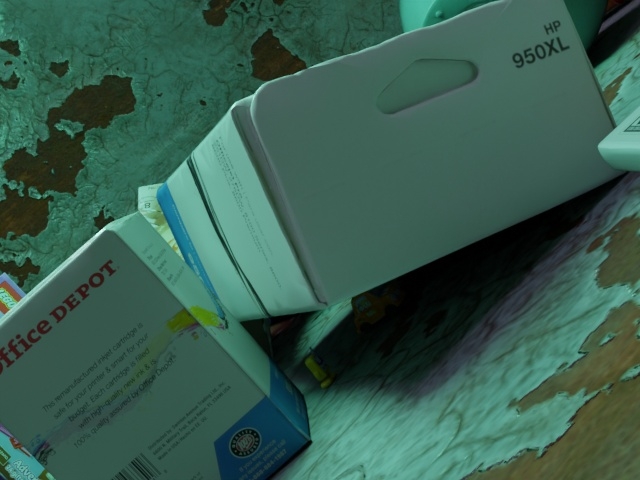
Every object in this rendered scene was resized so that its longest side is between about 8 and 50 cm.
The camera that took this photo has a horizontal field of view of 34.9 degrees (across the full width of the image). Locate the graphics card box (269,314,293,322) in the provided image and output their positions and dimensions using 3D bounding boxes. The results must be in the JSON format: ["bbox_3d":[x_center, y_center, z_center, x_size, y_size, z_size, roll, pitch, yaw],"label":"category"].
[{"bbox_3d":[0.000,0.000,1.384,0.233,0.094,0.371,-45,8,-24],"label":"graphics card box"}]

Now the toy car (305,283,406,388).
[{"bbox_3d":[0.032,0.076,0.927,0.060,0.040,0.122,-35,9,43],"label":"toy car"}]

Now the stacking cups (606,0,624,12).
[{"bbox_3d":[0.357,-0.343,1.549,0.316,0.096,0.096,-36,8,39],"label":"stacking cups"}]

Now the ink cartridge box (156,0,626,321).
[{"bbox_3d":[0.035,-0.055,0.916,0.285,0.166,0.395,-24,1,-17],"label":"ink cartridge box"}]

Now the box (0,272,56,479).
[{"bbox_3d":[-0.373,0.208,1.283,0.057,0.293,0.201,-38,8,42],"label":"box"}]

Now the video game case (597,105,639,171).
[{"bbox_3d":[0.292,-0.109,0.582,0.206,0.026,0.227,-42,14,-7],"label":"video game case"}]

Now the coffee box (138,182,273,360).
[{"bbox_3d":[-0.137,0.039,1.192,0.141,0.098,0.246,-9,43,-1],"label":"coffee box"}]

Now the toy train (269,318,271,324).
[{"bbox_3d":[-0.122,0.139,1.271,0.105,0.080,0.184,-49,6,19],"label":"toy train"}]

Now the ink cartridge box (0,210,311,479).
[{"bbox_3d":[-0.150,0.117,0.862,0.171,0.232,0.168,-41,7,2],"label":"ink cartridge box"}]

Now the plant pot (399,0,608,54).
[{"bbox_3d":[0.233,-0.312,1.320,0.293,0.293,0.235,-37,22,36],"label":"plant pot"}]
